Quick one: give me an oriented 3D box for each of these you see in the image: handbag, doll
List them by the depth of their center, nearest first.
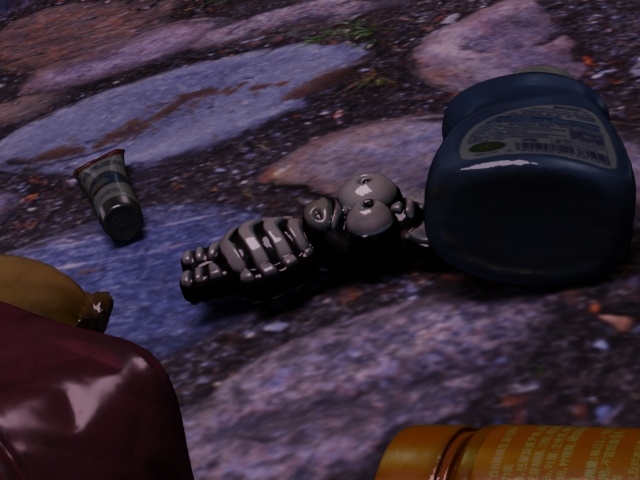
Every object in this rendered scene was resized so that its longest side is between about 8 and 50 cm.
[{"bbox_3d":[-0.173,0.123,0.658,0.135,0.147,0.225,-30,27,-34],"label":"handbag"},{"bbox_3d":[0.000,0.000,0.920,0.219,0.067,0.091,-13,28,4],"label":"doll"}]

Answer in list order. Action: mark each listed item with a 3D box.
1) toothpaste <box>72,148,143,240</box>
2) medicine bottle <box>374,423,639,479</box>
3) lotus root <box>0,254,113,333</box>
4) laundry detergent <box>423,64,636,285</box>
[{"bbox_3d":[-0.209,-0.050,1.213,0.062,0.039,0.239,-27,22,-6],"label":"toothpaste"},{"bbox_3d":[0.125,0.127,0.515,0.191,0.096,0.096,-4,26,29],"label":"medicine bottle"},{"bbox_3d":[-0.282,0.092,0.802,0.303,0.146,0.131,-23,30,-23],"label":"lotus root"},{"bbox_3d":[0.160,-0.064,0.931,0.143,0.094,0.290,1,23,11],"label":"laundry detergent"}]
